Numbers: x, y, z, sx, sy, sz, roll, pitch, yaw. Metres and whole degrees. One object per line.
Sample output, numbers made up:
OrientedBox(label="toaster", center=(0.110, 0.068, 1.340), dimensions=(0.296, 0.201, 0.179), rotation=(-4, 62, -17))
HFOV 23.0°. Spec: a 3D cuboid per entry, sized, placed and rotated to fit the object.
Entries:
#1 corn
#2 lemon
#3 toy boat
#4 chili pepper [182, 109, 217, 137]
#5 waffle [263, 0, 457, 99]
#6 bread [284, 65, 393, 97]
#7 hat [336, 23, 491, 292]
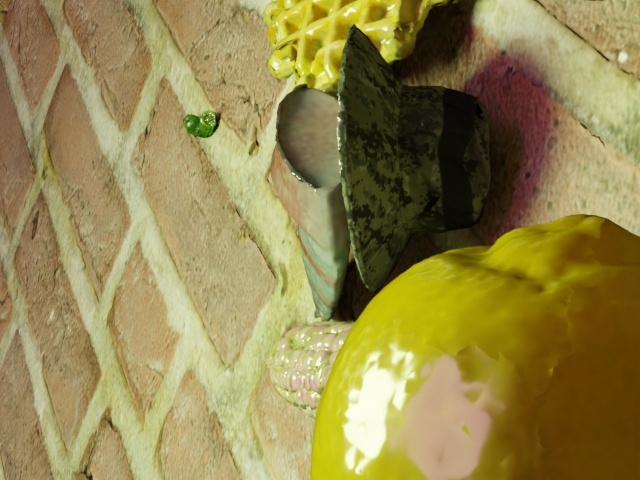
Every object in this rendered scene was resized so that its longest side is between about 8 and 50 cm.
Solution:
OrientedBox(label="corn", center=(0.044, 0.135, 1.484), dimensions=(0.335, 0.127, 0.126), rotation=(-5, 72, 66))
OrientedBox(label="lemon", center=(0.154, 0.155, 1.007), dimensions=(0.348, 0.348, 0.348), rotation=(-41, 41, 50))
OrientedBox(label="toy boat", center=(0.000, 0.000, 1.609), dimensions=(0.282, 0.096, 0.206), rotation=(92, 168, -46))
OrientedBox(label="chili pepper", center=(-0.165, -0.162, 2.185), dimensions=(0.030, 0.034, 0.091), rotation=(-46, 17, -19))
OrientedBox(label="waffle", center=(0.055, -0.282, 1.669), dimensions=(0.307, 0.060, 0.312), rotation=(-46, 34, 14))
OrientedBox(label="bread", center=(0.023, -0.148, 1.740), dimensions=(0.149, 0.073, 0.122), rotation=(-37, 48, 44))
OrientedBox(label="hat", center=(0.096, -0.075, 1.465), dimensions=(0.265, 0.128, 0.265), rotation=(0, -90, -81))
